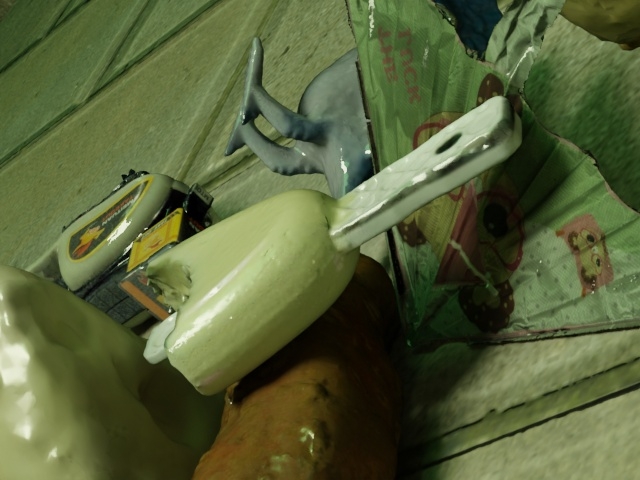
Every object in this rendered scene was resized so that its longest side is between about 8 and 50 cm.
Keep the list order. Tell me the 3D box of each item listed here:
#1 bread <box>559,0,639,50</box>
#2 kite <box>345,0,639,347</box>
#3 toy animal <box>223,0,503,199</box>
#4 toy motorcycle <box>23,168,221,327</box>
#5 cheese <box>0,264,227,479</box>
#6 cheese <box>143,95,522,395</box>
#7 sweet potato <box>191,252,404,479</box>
[{"bbox_3d":[0.225,-0.244,0.783,0.375,0.236,0.165,-28,38,38],"label":"bread"},{"bbox_3d":[0.082,-0.043,0.838,0.323,0.013,0.267,50,138,36],"label":"kite"},{"bbox_3d":[0.033,-0.074,1.042,0.239,0.176,0.255,116,162,-64],"label":"toy animal"},{"bbox_3d":[-0.180,0.048,1.301,0.263,0.091,0.157,-36,27,25],"label":"toy motorcycle"},{"bbox_3d":[-0.123,0.162,0.904,0.174,0.251,0.247,-24,65,24],"label":"cheese"},{"bbox_3d":[-0.001,-0.001,0.829,0.235,0.049,0.127,-32,19,20],"label":"cheese"},{"bbox_3d":[-0.007,0.097,0.836,0.354,0.095,0.106,-73,-7,-52],"label":"sweet potato"}]
